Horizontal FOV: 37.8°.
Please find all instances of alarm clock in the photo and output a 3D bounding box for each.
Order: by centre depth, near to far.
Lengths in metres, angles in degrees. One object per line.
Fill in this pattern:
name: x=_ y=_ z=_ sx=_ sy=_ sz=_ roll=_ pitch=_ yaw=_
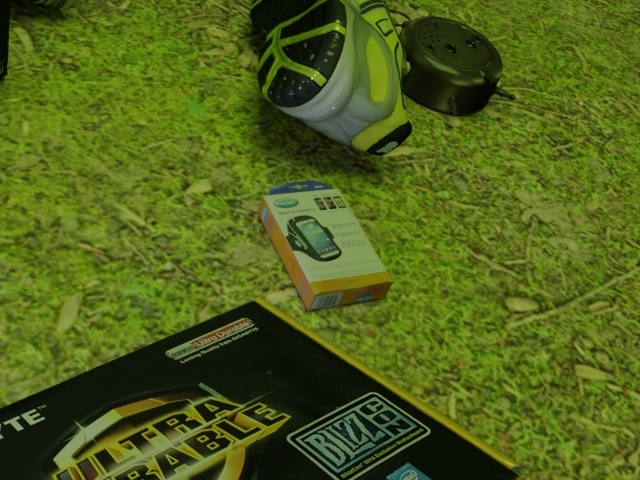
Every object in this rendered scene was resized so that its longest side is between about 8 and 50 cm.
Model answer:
alarm clock: x=0.138 y=-0.224 z=1.109 sx=0.129 sy=0.064 sz=0.192 roll=-20 pitch=54 yaw=-36

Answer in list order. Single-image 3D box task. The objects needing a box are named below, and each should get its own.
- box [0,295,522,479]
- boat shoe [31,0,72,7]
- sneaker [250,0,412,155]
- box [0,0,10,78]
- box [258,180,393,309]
box: x=-0.080 y=0.166 z=0.553 sx=0.322 sy=0.079 sz=0.257 roll=-22 pitch=38 yaw=-37
boat shoe: x=-0.351 y=-0.371 z=1.011 sx=0.105 sy=0.113 sz=0.306 roll=3 pitch=54 yaw=-40
sneaker: x=0.017 y=-0.224 z=1.030 sx=0.147 sy=0.145 sz=0.384 roll=40 pitch=32 yaw=-28
box: x=-0.348 y=-0.190 z=0.796 sx=0.093 sy=0.158 sz=0.156 roll=29 pitch=43 yaw=8
box: x=0.000 y=0.000 z=0.851 sx=0.081 sy=0.028 sz=0.136 roll=-7 pitch=48 yaw=-28
